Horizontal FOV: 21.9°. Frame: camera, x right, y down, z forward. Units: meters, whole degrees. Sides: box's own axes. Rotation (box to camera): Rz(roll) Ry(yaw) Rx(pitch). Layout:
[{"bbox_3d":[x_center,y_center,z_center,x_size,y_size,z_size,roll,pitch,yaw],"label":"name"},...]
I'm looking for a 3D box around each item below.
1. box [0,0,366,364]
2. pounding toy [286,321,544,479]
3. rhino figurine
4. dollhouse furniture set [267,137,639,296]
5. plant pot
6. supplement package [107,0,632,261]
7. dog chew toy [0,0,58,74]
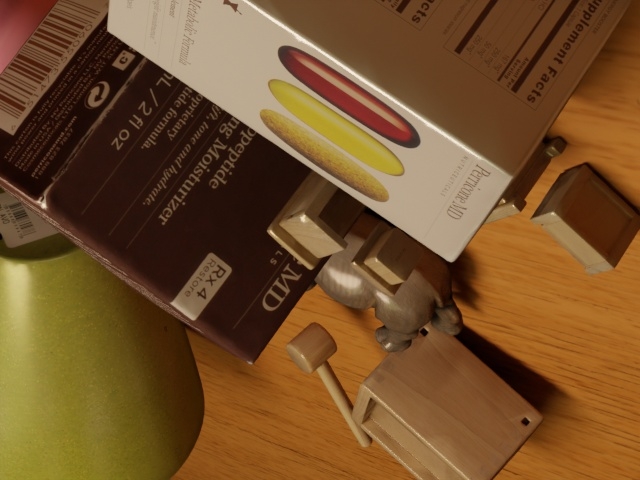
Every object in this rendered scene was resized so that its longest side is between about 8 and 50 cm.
[{"bbox_3d":[-0.101,-0.056,1.108,0.203,0.168,0.167,40,172,-36],"label":"box"},{"bbox_3d":[0.075,0.126,1.405,0.206,0.094,0.181,42,164,11],"label":"pounding toy"},{"bbox_3d":[0.000,0.000,1.274,0.243,0.073,0.106,31,161,15],"label":"rhino figurine"},{"bbox_3d":[0.075,-0.004,1.037,0.182,0.161,0.101,42,157,-12],"label":"dollhouse furniture set"},{"bbox_3d":[-0.254,0.075,1.589,0.275,0.275,0.293,26,141,23],"label":"plant pot"},{"bbox_3d":[0.021,-0.124,0.910,0.244,0.134,0.139,34,158,4],"label":"supplement package"},{"bbox_3d":[-0.294,-0.186,1.179,0.332,0.206,0.206,31,159,-11],"label":"dog chew toy"}]
